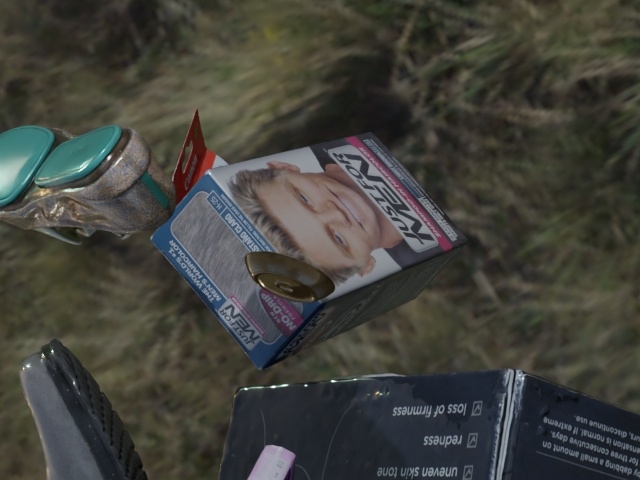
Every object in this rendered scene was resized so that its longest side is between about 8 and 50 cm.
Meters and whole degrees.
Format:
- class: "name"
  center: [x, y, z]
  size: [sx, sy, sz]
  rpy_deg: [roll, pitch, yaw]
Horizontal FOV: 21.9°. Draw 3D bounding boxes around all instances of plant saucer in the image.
- class: "plant saucer"
  center: [-0.029, 0.035, 1.432]
  size: [0.083, 0.015, 0.083]
  rpy_deg: [17, 158, 7]

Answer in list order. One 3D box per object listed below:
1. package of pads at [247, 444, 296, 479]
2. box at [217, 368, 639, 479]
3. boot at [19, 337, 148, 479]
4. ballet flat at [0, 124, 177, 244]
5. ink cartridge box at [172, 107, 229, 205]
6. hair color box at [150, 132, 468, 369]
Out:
- class: "package of pads"
  center: [-0.049, 0.215, 1.368]
  size: [0.032, 0.083, 0.050]
  rpy_deg: [20, 140, 10]
- class: "box"
  center: [0.105, 0.397, 1.644]
  size: [0.480, 0.297, 0.471]
  rpy_deg: [-10, 63, 55]
- class: "boot"
  center: [-0.226, 0.265, 1.277]
  size: [0.118, 0.223, 0.338]
  rpy_deg: [-133, 22, -86]
- class: "ballet flat"
  center: [-0.228, -0.042, 1.514]
  size: [0.106, 0.107, 0.316]
  rpy_deg: [43, 163, -26]
- class: "ink cartridge box"
  center: [-0.126, -0.046, 1.953]
  size: [0.045, 0.145, 0.179]
  rpy_deg: [0, 130, 11]
- class: "hair color box"
  center: [0.000, 0.000, 1.689]
  size: [0.174, 0.347, 0.105]
  rpy_deg: [49, 118, 12]
